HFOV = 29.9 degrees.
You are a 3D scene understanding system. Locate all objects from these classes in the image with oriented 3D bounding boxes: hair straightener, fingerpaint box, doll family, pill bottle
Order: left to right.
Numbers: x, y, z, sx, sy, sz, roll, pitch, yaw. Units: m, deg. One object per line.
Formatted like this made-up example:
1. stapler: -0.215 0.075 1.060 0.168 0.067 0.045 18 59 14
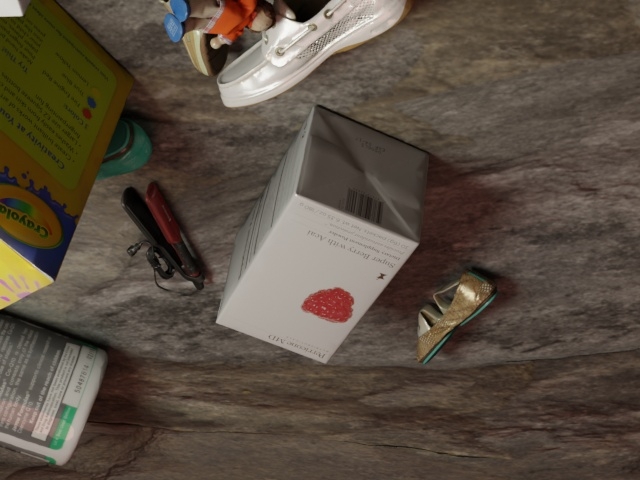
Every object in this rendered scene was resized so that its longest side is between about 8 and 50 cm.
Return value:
1. fingerpaint box: -0.463 -0.188 1.380 0.163 0.371 0.445 -24 127 31
2. pill bottle: -0.545 0.214 1.936 0.361 0.204 0.204 21 136 -11
3. hair straightener: -0.240 0.006 1.782 0.089 0.047 0.230 -8 138 20
4. doll family: -0.082 -0.335 1.307 0.163 0.118 0.263 -12 147 -41

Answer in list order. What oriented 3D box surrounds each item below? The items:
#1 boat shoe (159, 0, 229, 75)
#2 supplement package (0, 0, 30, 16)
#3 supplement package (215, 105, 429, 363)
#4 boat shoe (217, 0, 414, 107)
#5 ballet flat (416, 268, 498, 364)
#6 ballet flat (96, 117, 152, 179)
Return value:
1. boat shoe: -0.158 -0.288 1.444 0.072 0.068 0.190 9 127 21
2. supplement package: -0.356 -0.359 1.269 0.139 0.244 0.134 1 135 12
3. supplement package: 0.000 0.000 1.623 0.178 0.175 0.293 21 136 -12
4. boat shoe: -0.025 -0.257 1.424 0.277 0.098 0.096 -29 124 23
5. ballet flat: 0.188 0.109 1.792 0.067 0.073 0.206 43 131 6
6. ballet flat: -0.337 -0.105 1.655 0.247 0.083 0.087 -12 157 24
